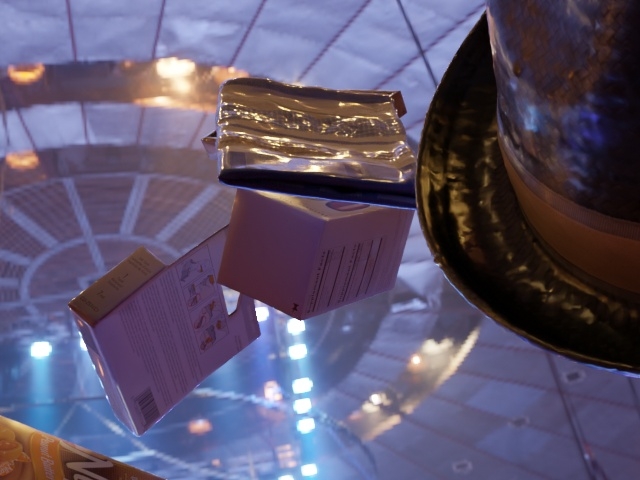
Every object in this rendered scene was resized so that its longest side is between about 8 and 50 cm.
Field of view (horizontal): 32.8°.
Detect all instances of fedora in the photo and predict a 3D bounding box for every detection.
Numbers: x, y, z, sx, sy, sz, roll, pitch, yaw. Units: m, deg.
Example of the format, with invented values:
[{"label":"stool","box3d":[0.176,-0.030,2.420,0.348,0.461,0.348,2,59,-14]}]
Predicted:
[{"label":"fedora","box3d":[0.149,-0.115,0.392,0.334,0.334,0.152,-24,-56,14]}]

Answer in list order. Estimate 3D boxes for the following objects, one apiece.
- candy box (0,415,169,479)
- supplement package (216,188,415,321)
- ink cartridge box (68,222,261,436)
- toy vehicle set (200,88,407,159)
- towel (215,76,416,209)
[{"label":"candy box","box3d":[-0.367,0.353,1.483,0.316,0.183,0.087,22,-73,-7]},{"label":"supplement package","box3d":[0.000,0.000,1.409,0.244,0.139,0.134,-14,-58,-58]},{"label":"ink cartridge box","box3d":[-0.219,0.120,1.612,0.261,0.066,0.296,-39,-33,-25]},{"label":"toy vehicle set","box3d":[-0.028,-0.162,1.539,0.166,0.267,0.035,-38,-61,-31]},{"label":"towel","box3d":[-0.004,-0.108,1.120,0.209,0.285,0.034,6,-66,-7]}]
